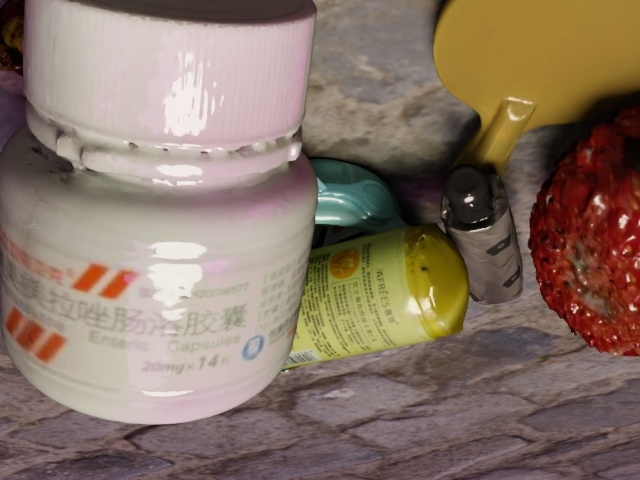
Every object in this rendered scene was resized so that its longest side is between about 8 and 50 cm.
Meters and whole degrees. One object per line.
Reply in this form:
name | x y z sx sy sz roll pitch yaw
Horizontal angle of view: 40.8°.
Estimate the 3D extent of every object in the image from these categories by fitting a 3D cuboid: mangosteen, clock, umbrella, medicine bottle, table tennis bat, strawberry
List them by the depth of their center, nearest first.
medicine bottle | -0.127 -0.045 0.695 0.256 0.256 0.324 6 118 -9
mangosteen | -0.238 -0.170 0.735 0.081 0.080 0.081 0 145 0
table tennis bat | 0.187 -0.139 0.782 0.199 0.050 0.320 10 149 -6
strawberry | 0.305 -0.026 0.789 0.220 0.274 0.274 30 135 -31
medicine bottle | 0.031 0.058 0.866 0.239 0.124 0.124 -15 142 20
umbrella | 0.177 0.000 0.930 0.073 0.067 0.337 -20 157 9
clock | 0.000 0.000 0.969 0.224 0.094 0.274 -17 140 21
